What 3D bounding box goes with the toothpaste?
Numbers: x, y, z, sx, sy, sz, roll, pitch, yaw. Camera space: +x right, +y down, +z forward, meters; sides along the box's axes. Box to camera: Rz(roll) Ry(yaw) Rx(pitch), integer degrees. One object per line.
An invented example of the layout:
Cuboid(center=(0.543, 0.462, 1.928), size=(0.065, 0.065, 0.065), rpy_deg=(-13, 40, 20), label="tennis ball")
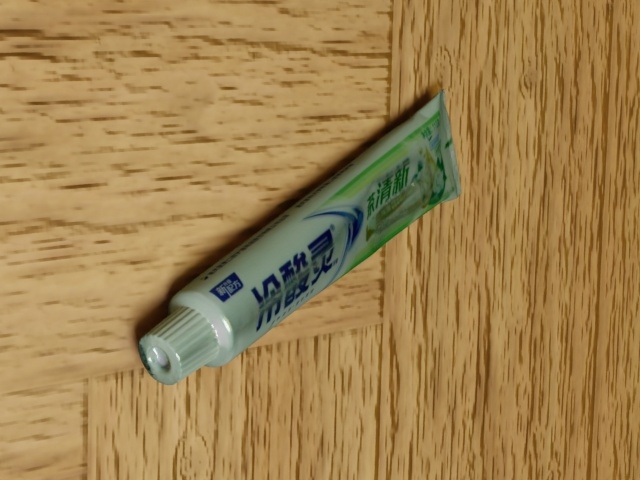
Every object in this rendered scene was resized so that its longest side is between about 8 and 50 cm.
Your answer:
Cuboid(center=(0.000, 0.000, 1.143), size=(0.297, 0.048, 0.075), rpy_deg=(-37, 123, -43), label="toothpaste")
